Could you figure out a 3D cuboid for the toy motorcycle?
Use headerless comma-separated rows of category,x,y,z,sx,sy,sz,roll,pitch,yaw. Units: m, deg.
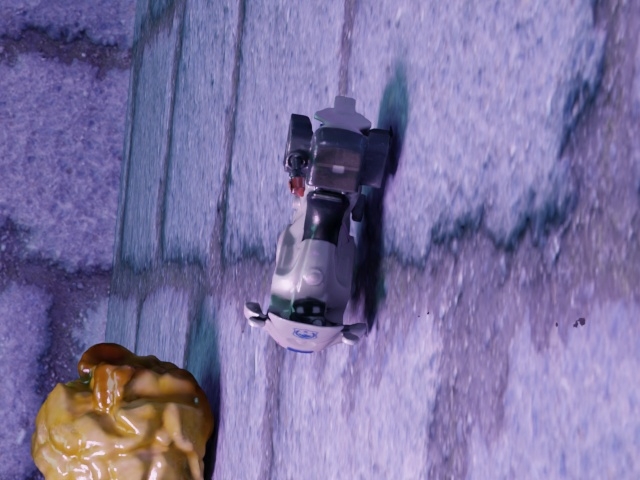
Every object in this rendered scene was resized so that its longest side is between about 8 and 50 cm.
toy motorcycle,0.000,0.000,1.380,0.150,0.102,0.221,-81,2,-67

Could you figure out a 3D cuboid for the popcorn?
popcorn,-0.248,0.275,2.148,0.265,0.225,0.332,-112,18,-56
